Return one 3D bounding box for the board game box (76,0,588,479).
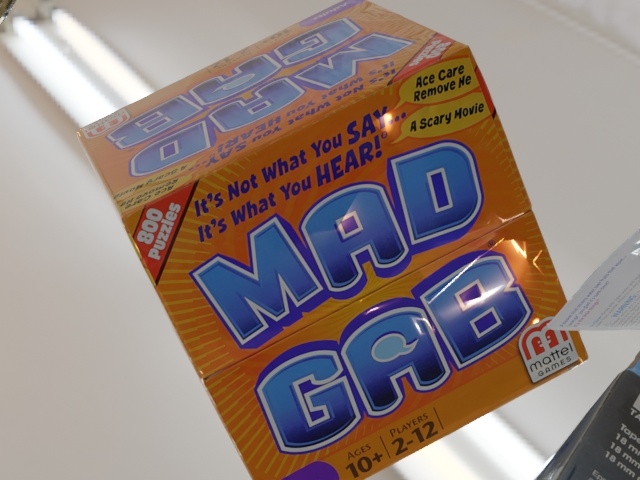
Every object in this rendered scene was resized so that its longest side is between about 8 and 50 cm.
[{"bbox_3d":[0.000,0.000,1.529,0.356,0.356,0.356,-27,-158,-7],"label":"board game box"}]

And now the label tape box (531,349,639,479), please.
[{"bbox_3d":[0.216,0.224,0.847,0.240,0.106,0.333,38,-140,8],"label":"label tape box"}]

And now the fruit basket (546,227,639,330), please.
[{"bbox_3d":[0.405,-0.012,1.204,0.353,0.327,0.165,6,-122,-17],"label":"fruit basket"}]

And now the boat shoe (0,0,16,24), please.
[{"bbox_3d":[-0.133,-0.179,0.665,0.068,0.072,0.190,20,-102,32],"label":"boat shoe"}]
